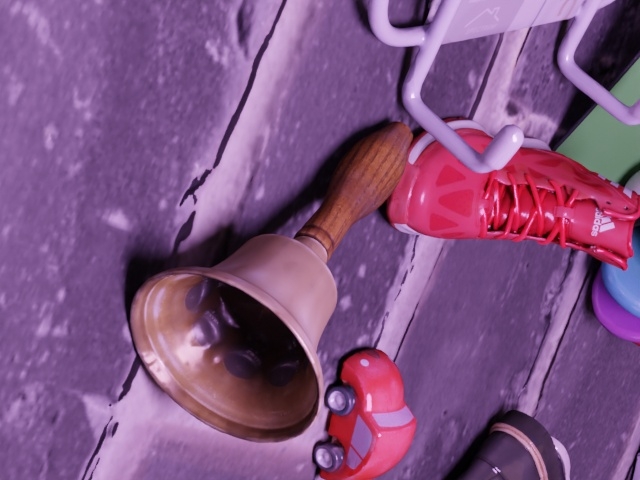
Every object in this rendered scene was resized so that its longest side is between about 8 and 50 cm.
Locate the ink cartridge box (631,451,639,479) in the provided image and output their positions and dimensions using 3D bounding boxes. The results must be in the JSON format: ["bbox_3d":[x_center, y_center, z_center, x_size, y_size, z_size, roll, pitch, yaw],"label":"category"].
[{"bbox_3d":[0.363,0.293,1.714,0.165,0.065,0.332,-12,119,-51],"label":"ink cartridge box"}]

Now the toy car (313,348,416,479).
[{"bbox_3d":[0.032,0.219,1.229,0.239,0.053,0.225,-60,145,-12],"label":"toy car"}]

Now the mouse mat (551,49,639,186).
[{"bbox_3d":[0.270,-0.119,1.345,0.189,0.007,0.153,-50,150,17],"label":"mouse mat"}]

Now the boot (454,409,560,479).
[{"bbox_3d":[0.140,0.252,1.390,0.137,0.077,0.198,-39,123,-30],"label":"boot"}]

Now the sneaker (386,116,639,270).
[{"bbox_3d":[0.152,-0.030,1.190,0.221,0.128,0.087,-11,117,-51],"label":"sneaker"}]

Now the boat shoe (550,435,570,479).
[{"bbox_3d":[0.200,0.221,1.466,0.038,0.046,0.125,-47,137,-29],"label":"boat shoe"}]

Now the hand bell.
[{"bbox_3d":[0.000,0.000,1.045,0.242,0.126,0.126,-51,144,-43],"label":"hand bell"}]

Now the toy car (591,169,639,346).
[{"bbox_3d":[0.296,0.033,1.432,0.136,0.159,0.182,-32,156,16],"label":"toy car"}]

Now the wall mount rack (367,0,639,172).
[{"bbox_3d":[0.201,-0.199,1.112,0.350,0.130,0.304,-18,143,-48],"label":"wall mount rack"}]
